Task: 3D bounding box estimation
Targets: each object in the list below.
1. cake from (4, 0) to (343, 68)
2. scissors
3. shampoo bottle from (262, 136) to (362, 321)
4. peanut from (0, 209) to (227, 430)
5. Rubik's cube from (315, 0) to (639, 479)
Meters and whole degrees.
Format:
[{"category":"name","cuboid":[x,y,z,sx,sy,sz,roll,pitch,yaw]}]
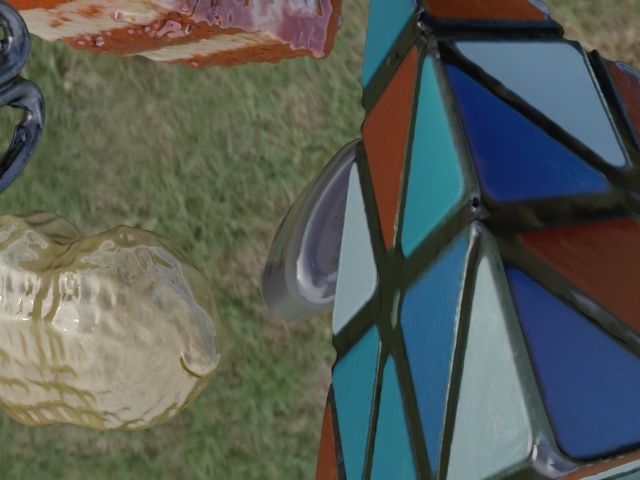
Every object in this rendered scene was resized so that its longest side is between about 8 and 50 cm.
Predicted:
[{"category":"cake","cuboid":[-0.154,-0.323,1.631,0.320,0.270,0.269,5,88,-39]},{"category":"scissors","cuboid":[-0.235,-0.019,0.725,0.300,0.022,0.109,-38,133,-41]},{"category":"shampoo bottle","cuboid":[0.000,0.000,0.760,0.040,0.165,0.080,25,81,-6]},{"category":"peanut","cuboid":[-0.189,0.069,1.318,0.233,0.110,0.196,5,118,27]},{"category":"Rubik's cube","cuboid":[0.052,0.056,0.531,0.284,0.234,0.250,42,103,-2]}]
